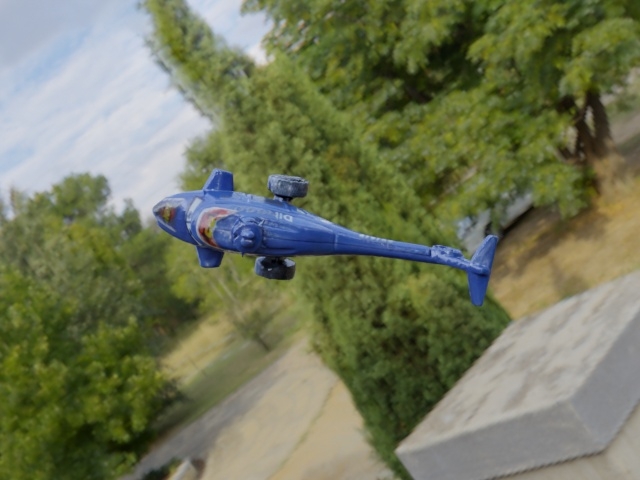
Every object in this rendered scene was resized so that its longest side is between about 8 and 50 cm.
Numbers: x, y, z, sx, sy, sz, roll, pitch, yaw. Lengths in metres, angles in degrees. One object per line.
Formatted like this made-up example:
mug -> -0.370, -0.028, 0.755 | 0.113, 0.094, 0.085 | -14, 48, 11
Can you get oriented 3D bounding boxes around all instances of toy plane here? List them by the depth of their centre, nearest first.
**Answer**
toy plane -> 0.000, 0.000, 0.442 | 0.062, 0.167, 0.054 | -100, 19, -80
